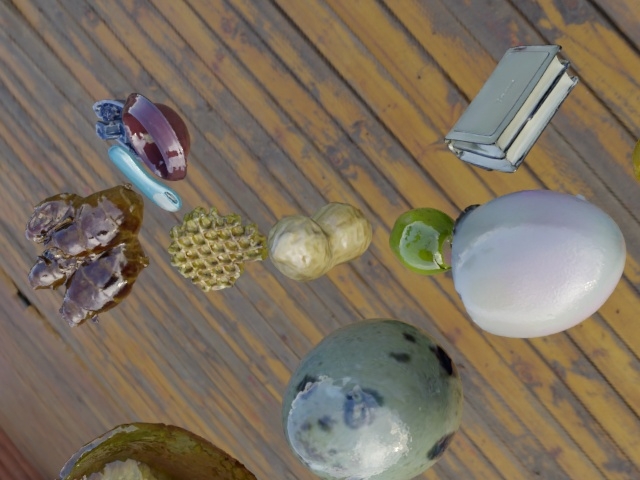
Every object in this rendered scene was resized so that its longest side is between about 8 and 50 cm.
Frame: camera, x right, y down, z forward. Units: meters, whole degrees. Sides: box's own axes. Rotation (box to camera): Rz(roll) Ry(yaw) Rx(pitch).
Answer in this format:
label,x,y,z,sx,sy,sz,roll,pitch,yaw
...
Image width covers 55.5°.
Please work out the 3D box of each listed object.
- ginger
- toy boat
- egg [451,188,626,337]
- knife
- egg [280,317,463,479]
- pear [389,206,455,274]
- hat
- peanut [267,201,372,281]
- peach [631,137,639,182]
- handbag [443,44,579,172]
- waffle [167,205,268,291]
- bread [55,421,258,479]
label,x,y,z,sx,sy,sz,roll,pitch,yaw
ginger,-0.559,0.036,1.471,0.152,0.274,0.358,38,127,55
toy boat,-0.521,-0.296,1.646,0.309,0.142,0.129,37,134,26
egg,0.533,0.044,1.415,0.339,0.354,0.355,-16,106,49
knife,-0.406,-0.143,1.419,0.064,0.031,0.222,-23,131,22
egg,0.110,0.343,1.294,0.345,0.428,0.345,4,97,43
pear,0.281,-0.002,1.673,0.219,0.187,0.188,29,134,46
hat,-0.320,-0.213,1.231,0.205,0.089,0.205,40,152,26
peanut,0.000,0.000,0.884,0.098,0.229,0.103,3,106,34
peach,0.769,-0.185,1.323,0.179,0.103,0.179,7,122,11
handbag,0.553,-0.390,1.792,0.160,0.359,0.236,40,174,-37
waffle,-0.257,0.032,1.519,0.249,0.056,0.253,15,126,-2
bread,-0.245,0.441,0.858,0.358,0.337,0.204,26,162,2
